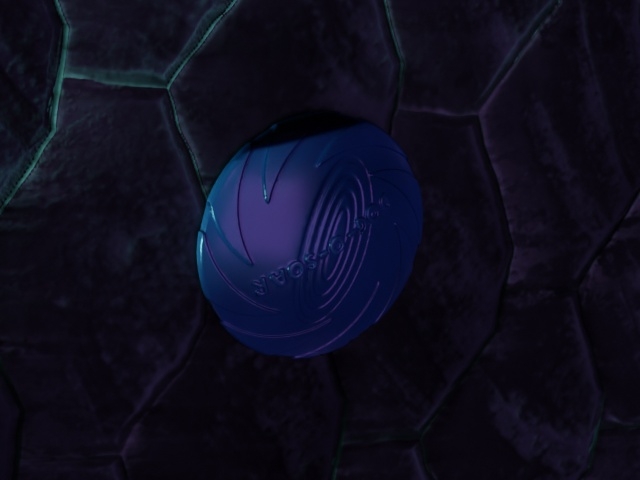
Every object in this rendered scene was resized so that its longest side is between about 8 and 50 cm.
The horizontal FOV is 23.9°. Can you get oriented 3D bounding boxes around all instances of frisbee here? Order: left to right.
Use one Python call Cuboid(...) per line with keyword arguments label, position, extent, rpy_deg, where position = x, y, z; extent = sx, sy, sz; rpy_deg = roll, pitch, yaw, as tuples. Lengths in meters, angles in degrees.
Cuboid(label="frisbee", position=(0.000, 0.000, 1.408), extent=(0.242, 0.045, 0.242), rpy_deg=(-10, 111, -29))
